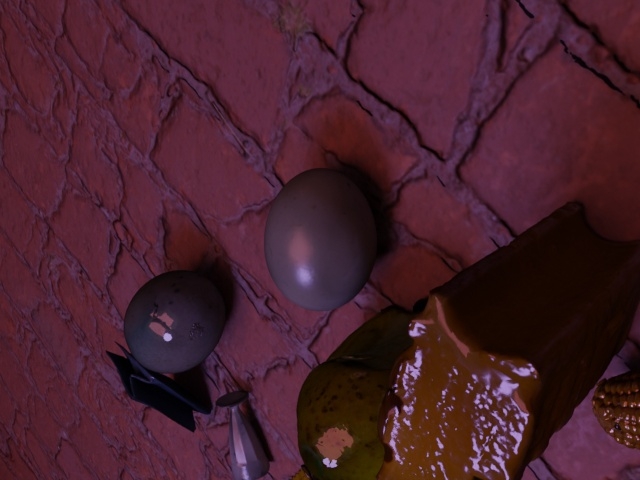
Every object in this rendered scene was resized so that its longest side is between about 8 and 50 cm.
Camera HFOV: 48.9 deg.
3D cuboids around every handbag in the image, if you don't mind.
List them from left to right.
[{"bbox_3d":[-0.314,0.282,1.365,0.144,0.057,0.221,36,170,38],"label":"handbag"}]

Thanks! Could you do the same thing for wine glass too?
[{"bbox_3d":[-0.146,0.363,1.309,0.073,0.073,0.155,-4,103,46],"label":"wine glass"}]

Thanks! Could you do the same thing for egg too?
[{"bbox_3d":[-0.256,0.143,1.235,0.169,0.169,0.236,53,142,12],"label":"egg"},{"bbox_3d":[0.000,0.000,0.926,0.149,0.149,0.193,14,112,40],"label":"egg"}]

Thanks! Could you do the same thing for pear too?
[{"bbox_3d":[0.056,0.203,0.896,0.238,0.255,0.164,-21,95,53],"label":"pear"}]

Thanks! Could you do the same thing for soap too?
[{"bbox_3d":[0.190,0.124,0.699,0.143,0.281,0.259,31,130,28],"label":"soap"}]

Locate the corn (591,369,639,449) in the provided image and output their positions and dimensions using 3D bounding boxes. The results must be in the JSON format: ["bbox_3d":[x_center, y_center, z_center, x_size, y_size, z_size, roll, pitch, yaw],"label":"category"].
[{"bbox_3d":[0.396,0.161,0.649,0.293,0.106,0.106,-18,96,49],"label":"corn"}]

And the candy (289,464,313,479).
[{"bbox_3d":[0.016,0.553,1.232,0.297,0.081,0.187,60,141,24],"label":"candy"}]
